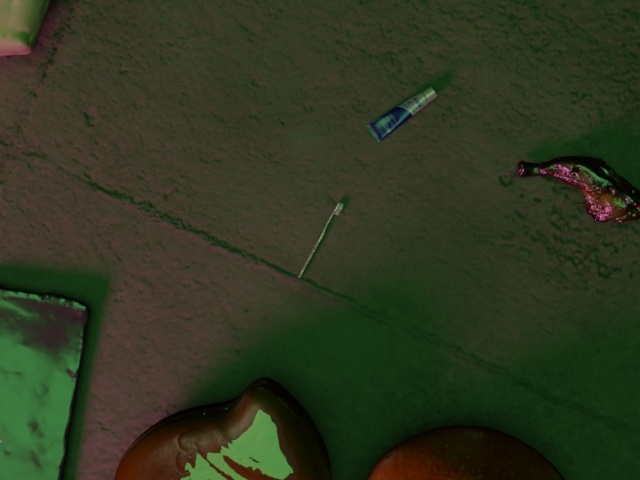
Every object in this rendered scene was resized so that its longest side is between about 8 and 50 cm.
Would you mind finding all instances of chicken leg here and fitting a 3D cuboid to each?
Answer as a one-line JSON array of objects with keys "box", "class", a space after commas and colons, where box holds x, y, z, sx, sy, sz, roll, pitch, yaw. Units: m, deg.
[{"box": [0.288, -0.063, 1.414, 0.145, 0.037, 0.062, 31, 106, -2], "class": "chicken leg"}]

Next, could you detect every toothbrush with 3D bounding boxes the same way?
[{"box": [0.000, 0.000, 1.433, 0.008, 0.006, 0.097, 30, 92, -4], "class": "toothbrush"}]

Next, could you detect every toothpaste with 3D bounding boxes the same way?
[{"box": [0.091, -0.139, 1.423, 0.083, 0.015, 0.024, -33, 83, 7], "class": "toothpaste"}]

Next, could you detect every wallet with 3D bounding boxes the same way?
[{"box": [-0.345, 0.193, 1.437, 0.146, 0.030, 0.285, 10, 91, 4], "class": "wallet"}]

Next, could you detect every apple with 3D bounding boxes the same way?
[{"box": [0.156, 0.301, 1.356, 0.235, 0.173, 0.210, -4, 91, 3], "class": "apple"}]

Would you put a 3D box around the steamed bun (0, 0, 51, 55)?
[{"box": [-0.379, -0.295, 1.351, 0.170, 0.200, 0.225, 20, 95, 40], "class": "steamed bun"}]

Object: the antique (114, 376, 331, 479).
[{"box": [-0.108, 0.277, 1.383, 0.223, 0.129, 0.278, 34, 92, 0], "class": "antique"}]
